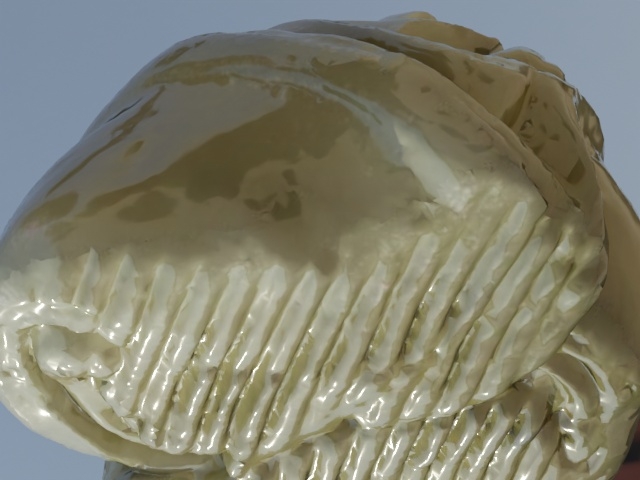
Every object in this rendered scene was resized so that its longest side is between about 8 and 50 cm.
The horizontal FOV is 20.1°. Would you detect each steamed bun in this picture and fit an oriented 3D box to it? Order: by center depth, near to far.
[{"bbox_3d":[0.003,0.007,0.926,0.310,0.324,0.219,65,-165,-47],"label":"steamed bun"}]
